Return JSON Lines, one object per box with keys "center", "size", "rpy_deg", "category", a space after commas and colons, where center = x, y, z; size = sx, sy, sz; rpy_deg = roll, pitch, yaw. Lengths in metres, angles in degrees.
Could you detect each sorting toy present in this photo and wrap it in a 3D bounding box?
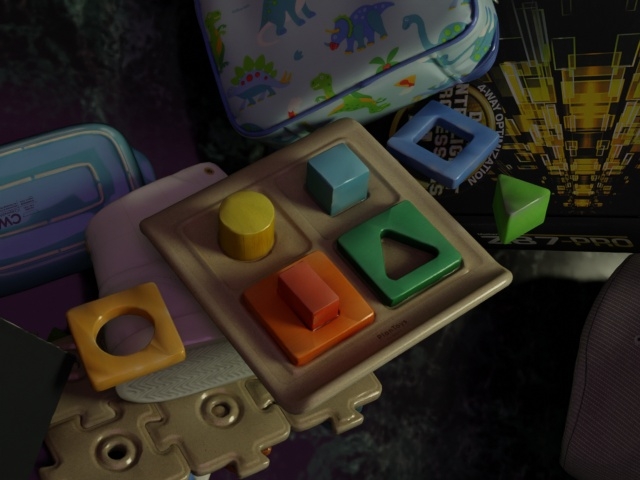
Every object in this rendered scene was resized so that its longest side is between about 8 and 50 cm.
{"center": [0.000, 0.000, 0.733], "size": [0.348, 0.047, 0.196], "rpy_deg": [-30, 56, -23], "category": "sorting toy"}

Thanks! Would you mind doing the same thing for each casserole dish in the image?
{"center": [-0.214, -0.028, 0.847], "size": [0.188, 0.037, 0.114], "rpy_deg": [-19, 85, -17], "category": "casserole dish"}

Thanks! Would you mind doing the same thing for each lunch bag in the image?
{"center": [0.018, -0.180, 0.854], "size": [0.219, 0.090, 0.176], "rpy_deg": [-24, 73, 20], "category": "lunch bag"}

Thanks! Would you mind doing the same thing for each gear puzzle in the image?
{"center": [-0.132, 0.123, 0.797], "size": [0.339, 0.044, 0.175], "rpy_deg": [-20, 56, -25], "category": "gear puzzle"}

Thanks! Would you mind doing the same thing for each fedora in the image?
{"center": [0.265, 0.115, 0.879], "size": [0.124, 0.243, 0.275], "rpy_deg": [16, 70, 18], "category": "fedora"}

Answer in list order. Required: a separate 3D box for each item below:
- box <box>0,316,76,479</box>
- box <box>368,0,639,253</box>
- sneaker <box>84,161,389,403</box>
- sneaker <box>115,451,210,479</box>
{"center": [-0.312, 0.114, 0.694], "size": [0.261, 0.103, 0.184], "rpy_deg": [13, 77, 23], "category": "box"}
{"center": [0.209, -0.187, 0.873], "size": [0.318, 0.097, 0.394], "rpy_deg": [3, 77, 25], "category": "box"}
{"center": [-0.025, 0.003, 0.820], "size": [0.293, 0.108, 0.169], "rpy_deg": [-11, 55, -18], "category": "sneaker"}
{"center": [-0.133, 0.201, 0.814], "size": [0.085, 0.058, 0.152], "rpy_deg": [19, 72, -17], "category": "sneaker"}
